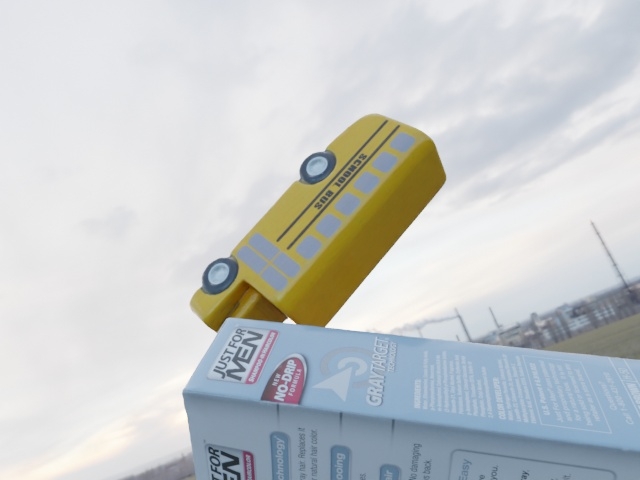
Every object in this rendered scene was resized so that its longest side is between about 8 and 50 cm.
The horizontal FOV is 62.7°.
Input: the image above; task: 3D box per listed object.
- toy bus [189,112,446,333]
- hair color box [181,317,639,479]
[{"bbox_3d":[0.000,0.000,0.651,0.333,0.130,0.108,-49,-38,-10],"label":"toy bus"},{"bbox_3d":[0.085,0.188,0.452,0.374,0.186,0.114,4,25,9],"label":"hair color box"}]
